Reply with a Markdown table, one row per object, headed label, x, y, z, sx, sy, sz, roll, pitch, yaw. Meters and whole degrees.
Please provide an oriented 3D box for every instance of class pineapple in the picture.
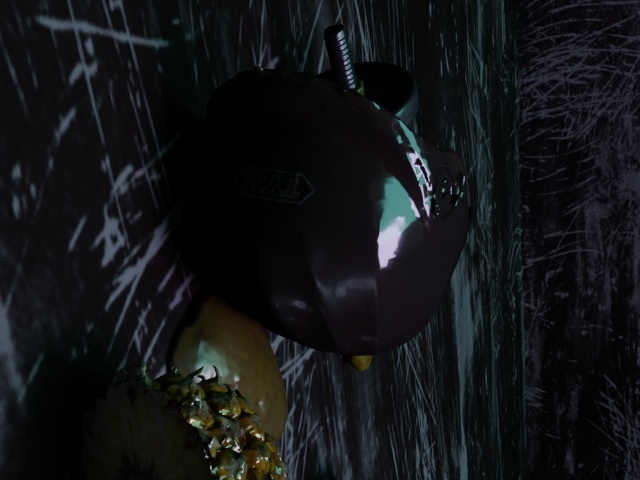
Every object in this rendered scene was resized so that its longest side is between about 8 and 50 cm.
| label | x | y | z | sx | sy | sz | roll | pitch | yaw |
| --- | --- | --- | --- | --- | --- | --- | --- | --- | --- |
| pineapple | -0.072 | 0.169 | 0.568 | 0.136 | 0.161 | 0.176 | -4 | 52 | -49 |

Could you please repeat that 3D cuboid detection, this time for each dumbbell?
| label | x | y | z | sx | sy | sz | roll | pitch | yaw |
| --- | --- | --- | --- | --- | --- | --- | --- | --- | --- |
| dumbbell | 0.048 | -0.088 | 0.893 | 0.143 | 0.143 | 0.326 | -66 | 150 | -42 |

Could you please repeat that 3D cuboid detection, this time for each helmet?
| label | x | y | z | sx | sy | sz | roll | pitch | yaw |
| --- | --- | --- | --- | --- | --- | --- | --- | --- | --- |
| helmet | 0.000 | 0.000 | 0.699 | 0.305 | 0.224 | 0.177 | 37 | 69 | -57 |

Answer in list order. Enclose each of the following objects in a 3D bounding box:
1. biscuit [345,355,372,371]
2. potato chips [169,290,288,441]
| label | x | y | z | sx | sy | sz | roll | pitch | yaw |
| --- | --- | --- | --- | --- | --- | --- | --- | --- | --- |
| biscuit | 0.057 | 0.058 | 1.068 | 0.174 | 0.038 | 0.183 | 72 | 29 | -44 |
| potato chips | -0.073 | 0.134 | 0.749 | 0.202 | 0.049 | 0.150 | 60 | 33 | -43 |
